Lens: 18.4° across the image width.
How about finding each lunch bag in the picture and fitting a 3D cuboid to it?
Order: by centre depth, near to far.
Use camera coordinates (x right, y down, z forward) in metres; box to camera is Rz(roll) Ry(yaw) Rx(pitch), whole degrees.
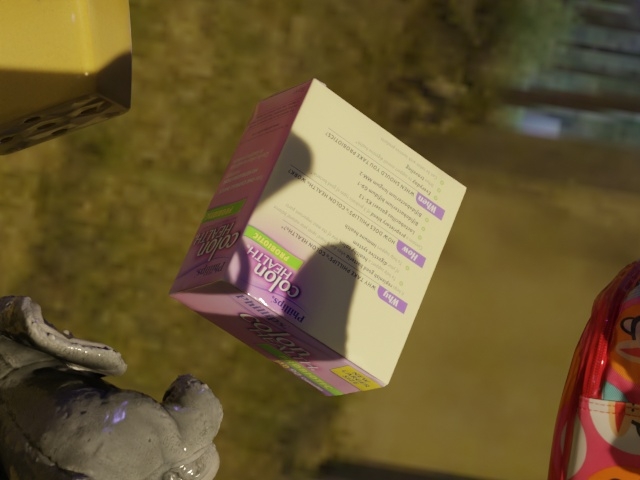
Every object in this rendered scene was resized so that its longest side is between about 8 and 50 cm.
[{"bbox_3d":[0.240,0.162,1.399,0.258,0.120,0.293,-33,131,-67],"label":"lunch bag"}]

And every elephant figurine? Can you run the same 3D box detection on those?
[{"bbox_3d":[-0.201,0.116,1.390,0.169,0.239,0.186,-40,159,-29],"label":"elephant figurine"}]

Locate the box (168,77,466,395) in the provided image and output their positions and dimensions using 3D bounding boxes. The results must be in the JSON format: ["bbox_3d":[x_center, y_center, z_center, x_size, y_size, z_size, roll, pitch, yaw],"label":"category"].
[{"bbox_3d":[0.000,0.000,2.014,0.117,0.213,0.243,-17,-135,56],"label":"box"}]

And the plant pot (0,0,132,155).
[{"bbox_3d":[-0.291,-0.196,1.899,0.212,0.212,0.187,23,49,-80],"label":"plant pot"}]
